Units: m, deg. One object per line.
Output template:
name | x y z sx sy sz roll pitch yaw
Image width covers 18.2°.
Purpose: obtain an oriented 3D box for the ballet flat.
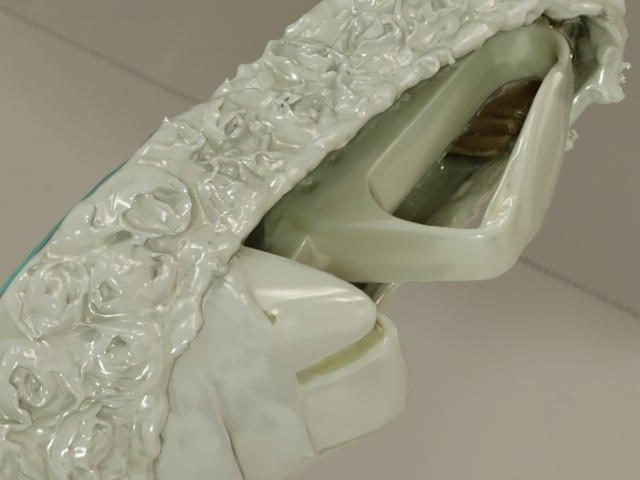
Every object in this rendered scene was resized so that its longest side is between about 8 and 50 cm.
ballet flat | 0.000 0.000 0.771 0.147 0.147 0.409 21 50 24
